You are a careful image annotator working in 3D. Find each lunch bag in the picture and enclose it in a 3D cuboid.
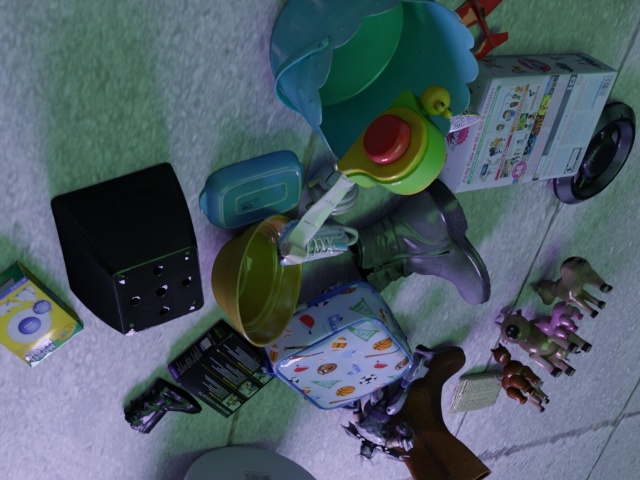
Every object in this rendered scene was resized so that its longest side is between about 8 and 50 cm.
[{"bbox_3d":[0.028,0.199,1.780,0.243,0.115,0.303,-26,145,8],"label":"lunch bag"}]

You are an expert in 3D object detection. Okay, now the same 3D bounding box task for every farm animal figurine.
[{"bbox_3d":[0.490,0.196,2.126,0.330,0.172,0.327,-50,150,-1],"label":"farm animal figurine"}]

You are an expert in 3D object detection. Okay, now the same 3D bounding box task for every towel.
[{"bbox_3d":[0.369,0.354,2.259,0.148,0.027,0.110,-3,125,-33],"label":"towel"}]

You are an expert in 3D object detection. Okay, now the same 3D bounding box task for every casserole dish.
[{"bbox_3d":[-0.102,-0.076,1.544,0.188,0.037,0.114,-18,133,-22],"label":"casserole dish"}]

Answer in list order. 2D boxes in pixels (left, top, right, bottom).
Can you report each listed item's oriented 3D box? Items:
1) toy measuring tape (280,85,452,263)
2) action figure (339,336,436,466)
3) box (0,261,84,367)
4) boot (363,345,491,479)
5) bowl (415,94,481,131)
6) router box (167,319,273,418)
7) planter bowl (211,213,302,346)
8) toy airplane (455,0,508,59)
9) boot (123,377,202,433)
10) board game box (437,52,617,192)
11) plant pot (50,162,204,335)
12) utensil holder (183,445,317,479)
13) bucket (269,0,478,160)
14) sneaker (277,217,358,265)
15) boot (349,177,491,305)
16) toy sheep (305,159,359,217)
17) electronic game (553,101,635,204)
[{"bbox_3d":[0.076,-0.075,1.344,0.330,0.121,0.121,-51,137,11],"label":"toy measuring tape"},{"bbox_3d":[0.129,0.334,1.970,0.099,0.185,0.285,0,112,-67],"label":"action figure"},{"bbox_3d":[-0.440,0.121,1.456,0.105,0.043,0.179,-38,140,-3],"label":"box"},{"bbox_3d":[0.260,0.381,2.009,0.264,0.280,0.096,-32,138,-10],"label":"boot"},{"bbox_3d":[0.171,-0.217,1.573,0.170,0.080,0.170,-13,176,-1],"label":"bowl"},{"bbox_3d":[-0.173,0.236,1.744,0.133,0.046,0.179,-41,139,-1],"label":"router box"},{"bbox_3d":[-0.117,0.059,1.577,0.217,0.090,0.217,-30,125,-58],"label":"planter bowl"},{"bbox_3d":[0.264,-0.359,1.581,0.151,0.028,0.151,-19,134,-21],"label":"toy airplane"},{"bbox_3d":[-0.284,0.307,1.724,0.099,0.045,0.121,-47,131,3],"label":"boot"},{"bbox_3d":[0.360,-0.215,1.723,0.303,0.097,0.224,-9,128,-33],"label":"board game box"},{"bbox_3d":[-0.266,0.028,1.413,0.187,0.167,0.188,-20,135,-22],"label":"plant pot"},{"bbox_3d":[-0.172,0.650,1.888,0.327,0.327,0.385,0,123,-36],"label":"utensil holder"},{"bbox_3d":[0.070,-0.257,1.408,0.281,0.183,0.281,-19,133,-22],"label":"bucket"},{"bbox_3d":[0.000,0.000,1.599,0.190,0.083,0.071,-26,124,-54],"label":"sneaker"},{"bbox_3d":[0.181,0.044,1.819,0.222,0.118,0.338,-32,131,-1],"label":"boot"},{"bbox_3d":[0.022,-0.084,1.591,0.091,0.091,0.132,-22,152,-20],"label":"toy sheep"},{"bbox_3d":[0.552,-0.173,1.933,0.229,0.048,0.229,-26,138,-26],"label":"electronic game"}]
